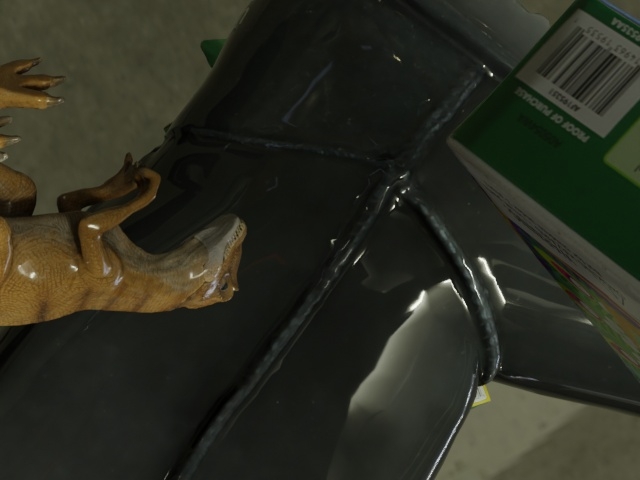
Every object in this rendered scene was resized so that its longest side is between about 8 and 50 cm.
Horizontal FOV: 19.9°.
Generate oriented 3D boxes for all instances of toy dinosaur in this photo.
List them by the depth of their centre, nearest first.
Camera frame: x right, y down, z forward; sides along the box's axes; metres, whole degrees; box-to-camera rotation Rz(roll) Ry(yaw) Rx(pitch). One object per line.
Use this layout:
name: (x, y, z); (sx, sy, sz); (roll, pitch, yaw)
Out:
toy dinosaur: (-0.121, 0.004, 0.595); (0.211, 0.064, 0.112); (-2, 124, -16)

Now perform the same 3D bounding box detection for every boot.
boot: (0.016, 0.130, 0.758); (0.445, 0.367, 0.146); (-56, -177, -20)

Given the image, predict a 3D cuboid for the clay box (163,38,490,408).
clay box: (0.000, 0.000, 0.970); (0.053, 0.222, 0.127); (-28, 168, 38)

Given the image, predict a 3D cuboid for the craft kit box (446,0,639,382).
craft kit box: (0.168, 0.079, 0.418); (0.061, 0.250, 0.246); (-48, 135, 0)
